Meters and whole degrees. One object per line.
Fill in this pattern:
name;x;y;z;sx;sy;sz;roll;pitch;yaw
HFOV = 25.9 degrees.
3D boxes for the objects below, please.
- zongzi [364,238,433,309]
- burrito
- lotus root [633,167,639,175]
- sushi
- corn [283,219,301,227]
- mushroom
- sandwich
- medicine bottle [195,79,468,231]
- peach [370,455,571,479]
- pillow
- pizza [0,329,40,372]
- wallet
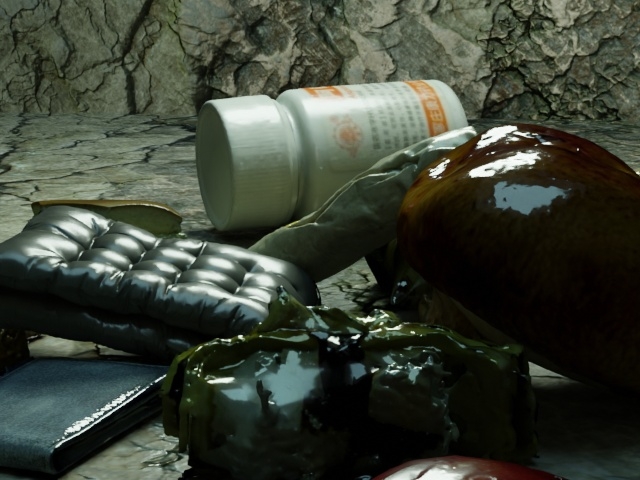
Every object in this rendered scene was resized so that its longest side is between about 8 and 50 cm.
zongzi;0.097;0.019;1.550;0.300;0.138;0.286;-19;17;-42
burrito;0.025;-0.013;1.489;0.392;0.076;0.117;-31;-9;31
lotus root;0.410;-0.016;1.612;0.342;0.151;0.169;-7;-4;1
sushi;0.023;0.117;1.069;0.291;0.139;0.131;0;19;5
corn;0.000;0.000;1.806;0.067;0.067;0.206;4;11;27
mushroom;0.204;0.047;1.233;0.345;0.259;0.345;27;14;-8
sandwich;-0.300;-0.007;1.842;0.258;0.094;0.096;2;8;28
medicine bottle;0.017;-0.124;2.059;0.371;0.211;0.211;-6;12;-19
peach;0.114;0.183;0.894;0.279;0.068;0.189;-12;17;-40
pillow;-0.168;0.052;1.393;0.326;0.101;0.228;11;15;6
pizza;-0.369;0.078;1.459;0.161;0.086;0.305;-1;13;1
wallet;-0.237;0.148;1.216;0.167;0.036;0.222;4;14;23
